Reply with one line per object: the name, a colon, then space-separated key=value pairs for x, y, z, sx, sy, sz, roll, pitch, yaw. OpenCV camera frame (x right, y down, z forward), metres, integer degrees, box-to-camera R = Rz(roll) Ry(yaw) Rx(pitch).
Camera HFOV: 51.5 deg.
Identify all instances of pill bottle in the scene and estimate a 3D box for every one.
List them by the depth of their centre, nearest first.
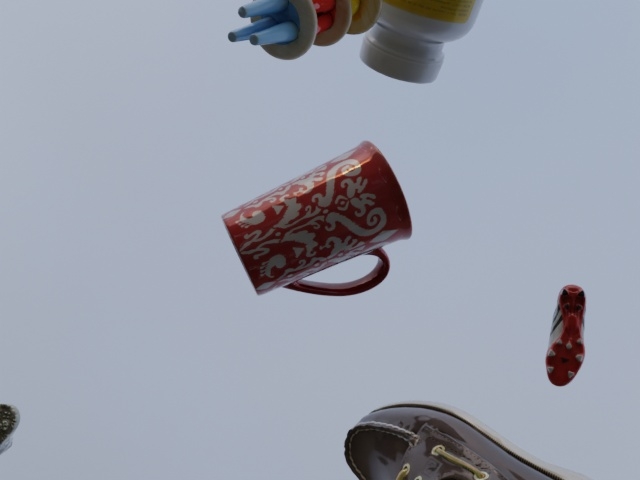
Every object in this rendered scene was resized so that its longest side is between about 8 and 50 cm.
pill bottle: x=0.092 y=-0.230 z=0.548 sx=0.103 sy=0.103 sz=0.184 roll=25 pitch=-56 yaw=11

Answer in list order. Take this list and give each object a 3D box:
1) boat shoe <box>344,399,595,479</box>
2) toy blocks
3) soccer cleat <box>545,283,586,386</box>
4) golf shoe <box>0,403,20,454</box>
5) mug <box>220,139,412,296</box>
boat shoe: x=0.123 y=0.225 z=0.567 sx=0.324 sy=0.097 sz=0.116 roll=13 pitch=-73 yaw=50
toy blocks: x=0.009 y=-0.176 z=0.440 sx=0.054 sy=0.148 sz=0.123 roll=49 pitch=-50 yaw=1
soccer cleat: x=0.198 y=0.076 z=0.532 sx=0.029 sy=0.035 sz=0.083 roll=7 pitch=-105 yaw=19
golf shoe: x=-0.527 y=0.313 z=1.072 sx=0.176 sy=0.086 sz=0.069 roll=-39 pitch=-107 yaw=20
mug: x=0.001 y=-0.002 z=0.682 sx=0.169 sy=0.113 sz=0.150 roll=-24 pitch=-88 yaw=-8
